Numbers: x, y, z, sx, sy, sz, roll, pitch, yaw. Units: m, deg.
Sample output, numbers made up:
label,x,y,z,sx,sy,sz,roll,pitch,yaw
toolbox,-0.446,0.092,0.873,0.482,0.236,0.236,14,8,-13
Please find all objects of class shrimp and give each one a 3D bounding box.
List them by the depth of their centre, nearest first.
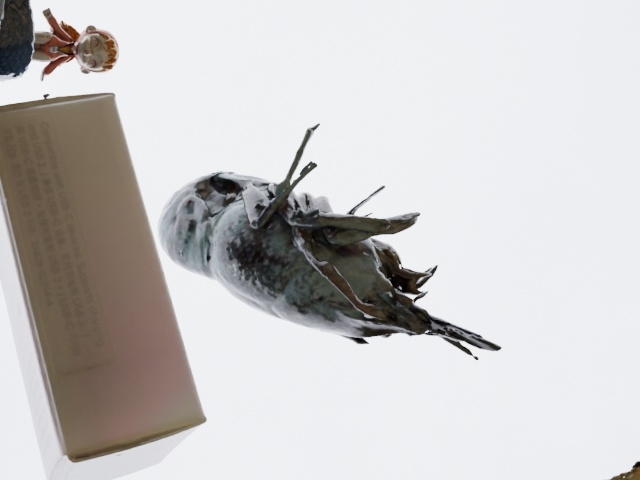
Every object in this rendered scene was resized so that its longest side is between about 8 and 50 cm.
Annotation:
label,x,y,z,sx,sy,sz,roll,pitch,yaw
shrimp,-0.002,0.000,0.848,0.137,0.372,0.172,-55,-35,-38

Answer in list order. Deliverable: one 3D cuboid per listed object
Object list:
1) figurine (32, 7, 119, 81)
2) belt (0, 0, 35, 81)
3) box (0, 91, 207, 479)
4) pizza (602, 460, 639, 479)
label,x,y,z,sx,sy,sz,roll,pitch,yaw
figurine,-0.230,-0.170,0.824,0.109,0.047,0.064,-2,-67,-31
belt,-0.287,-0.208,0.646,0.128,0.122,0.218,-20,-84,-42
box,-0.182,0.047,0.705,0.106,0.203,0.252,-11,-107,-23
pizza,0.367,0.255,0.930,0.296,0.071,0.189,-25,-38,9
